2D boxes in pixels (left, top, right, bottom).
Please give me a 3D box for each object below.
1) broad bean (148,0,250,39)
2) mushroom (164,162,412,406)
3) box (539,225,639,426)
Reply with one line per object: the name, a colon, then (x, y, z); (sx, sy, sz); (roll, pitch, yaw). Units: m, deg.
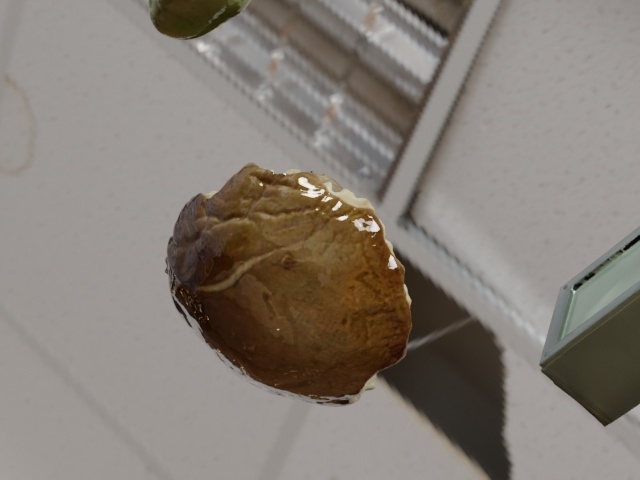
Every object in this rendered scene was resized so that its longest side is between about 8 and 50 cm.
broad bean: (-0.079, -0.163, 1.024); (0.083, 0.063, 0.045); (-22, -117, 48)
mushroom: (-0.022, -0.011, 1.387); (0.233, 0.301, 0.208); (-26, -45, 30)
box: (0.294, 0.036, 1.274); (0.086, 0.129, 0.225); (41, -56, -9)
